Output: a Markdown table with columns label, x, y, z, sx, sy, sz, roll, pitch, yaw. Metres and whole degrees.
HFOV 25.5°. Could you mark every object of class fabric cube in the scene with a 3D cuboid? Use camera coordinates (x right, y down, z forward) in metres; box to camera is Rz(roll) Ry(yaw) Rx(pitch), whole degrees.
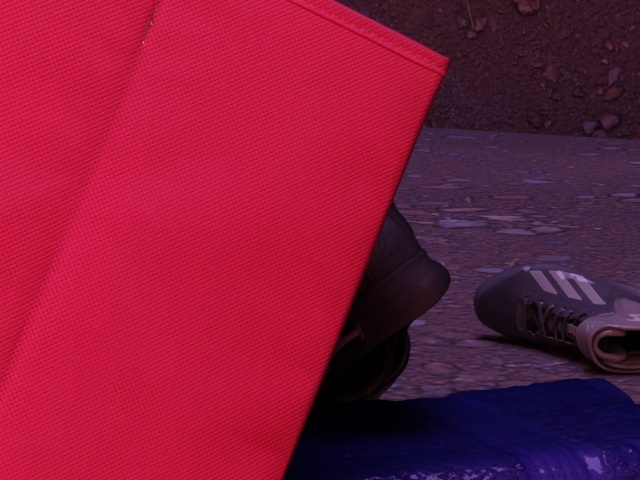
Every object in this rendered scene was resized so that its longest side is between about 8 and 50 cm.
| label | x | y | z | sx | sy | sz | roll | pitch | yaw |
| --- | --- | --- | --- | --- | --- | --- | --- | --- | --- |
| fabric cube | -0.139 | -0.008 | 0.650 | 0.259 | 0.258 | 0.254 | 24 | -5 | -19 |

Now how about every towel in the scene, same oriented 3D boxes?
| label | x | y | z | sx | sy | sz | roll | pitch | yaw |
| --- | --- | --- | --- | --- | --- | --- | --- | --- | --- |
| towel | 0.070 | 0.138 | 0.784 | 0.308 | 0.076 | 0.228 | -4 | 3 | -17 |

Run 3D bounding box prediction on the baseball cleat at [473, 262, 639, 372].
| label | x | y | z | sx | sy | sz | roll | pitch | yaw |
| --- | --- | --- | --- | --- | --- | --- | --- | --- | --- |
| baseball cleat | 0.214 | 0.064 | 1.192 | 0.206 | 0.072 | 0.109 | 1 | 16 | 28 |

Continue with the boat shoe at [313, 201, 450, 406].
| label | x | y | z | sx | sy | sz | roll | pitch | yaw |
| --- | --- | --- | --- | --- | --- | --- | --- | --- | --- |
| boat shoe | 0.015 | 0.068 | 0.885 | 0.112 | 0.095 | 0.335 | -43 | -16 | -17 |
